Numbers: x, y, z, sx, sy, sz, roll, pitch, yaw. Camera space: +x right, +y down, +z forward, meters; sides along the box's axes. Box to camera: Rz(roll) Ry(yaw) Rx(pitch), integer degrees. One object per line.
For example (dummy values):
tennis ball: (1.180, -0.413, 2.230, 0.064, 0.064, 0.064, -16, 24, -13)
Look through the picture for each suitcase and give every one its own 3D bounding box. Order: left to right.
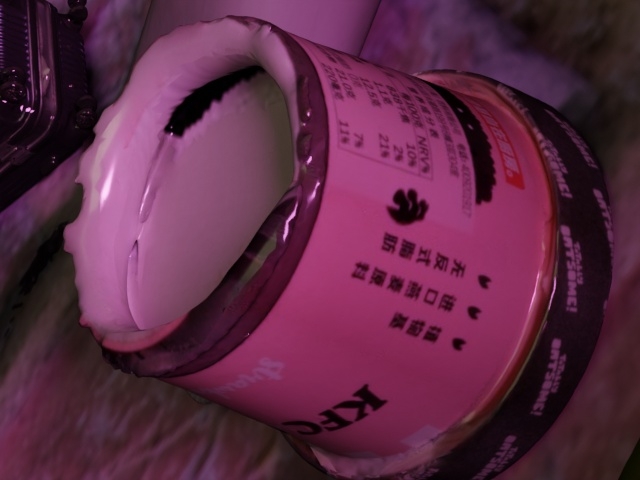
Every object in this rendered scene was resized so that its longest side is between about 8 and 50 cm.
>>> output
suitcase: (-0.161, -0.063, 0.918, 0.126, 0.059, 0.086, -34, 49, 35)

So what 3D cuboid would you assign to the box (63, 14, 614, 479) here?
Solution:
box: (0.000, 0.000, 0.648, 0.151, 0.135, 0.151, -22, 58, 40)

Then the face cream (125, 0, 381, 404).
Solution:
face cream: (-0.018, -0.102, 0.766, 0.143, 0.089, 0.314, 40, 116, 50)

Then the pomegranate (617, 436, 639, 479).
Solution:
pomegranate: (0.180, 0.092, 0.379, 0.248, 0.214, 0.214, 38, 106, 16)
